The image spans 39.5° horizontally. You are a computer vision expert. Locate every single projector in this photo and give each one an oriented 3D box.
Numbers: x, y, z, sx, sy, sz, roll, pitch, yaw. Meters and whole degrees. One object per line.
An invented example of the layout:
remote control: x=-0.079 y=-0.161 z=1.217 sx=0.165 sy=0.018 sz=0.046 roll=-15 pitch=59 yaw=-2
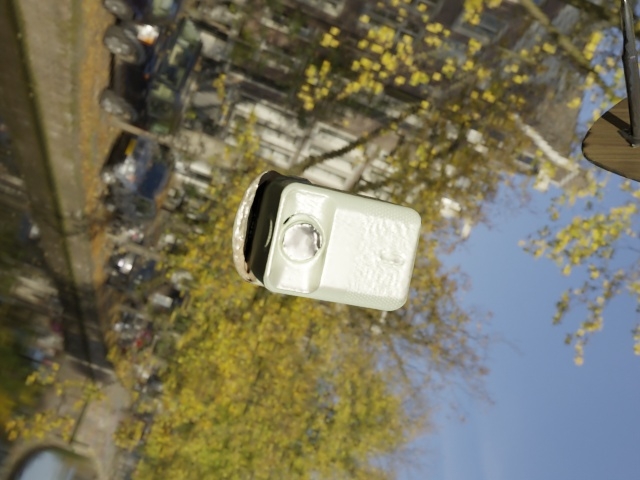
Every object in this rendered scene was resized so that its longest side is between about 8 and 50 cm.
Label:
projector: x=0.000 y=0.000 z=1.262 sx=0.177 sy=0.243 sz=0.163 roll=-155 pitch=-103 yaw=-75

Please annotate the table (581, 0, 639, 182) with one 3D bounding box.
table: x=0.537 y=-0.251 z=1.208 sx=0.317 sy=0.318 sz=0.249 roll=-75 pitch=163 yaw=-47
